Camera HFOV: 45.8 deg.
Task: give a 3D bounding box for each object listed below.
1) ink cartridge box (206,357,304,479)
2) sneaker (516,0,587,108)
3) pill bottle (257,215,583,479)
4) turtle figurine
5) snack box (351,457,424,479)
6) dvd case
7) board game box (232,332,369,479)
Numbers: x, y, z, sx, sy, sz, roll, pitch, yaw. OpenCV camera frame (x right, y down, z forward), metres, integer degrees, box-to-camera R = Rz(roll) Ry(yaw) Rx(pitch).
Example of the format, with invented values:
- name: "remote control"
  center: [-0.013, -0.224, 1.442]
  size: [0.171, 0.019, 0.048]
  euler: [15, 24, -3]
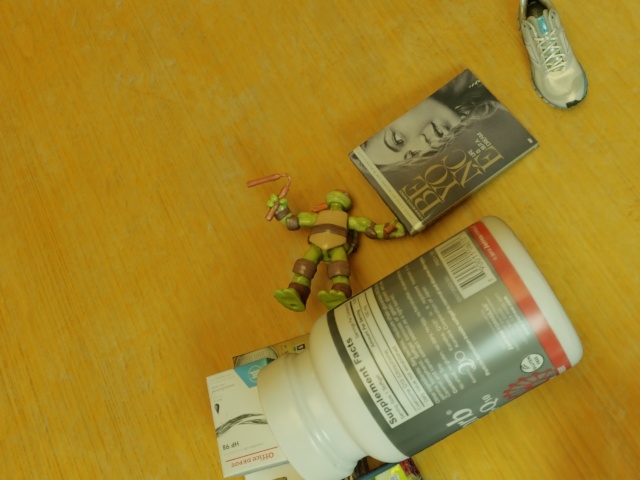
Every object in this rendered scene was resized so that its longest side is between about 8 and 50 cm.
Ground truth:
- name: "ink cartridge box"
  center: [-0.088, 0.266, 1.063]
  size: [0.104, 0.060, 0.180]
  euler: [-21, 69, 19]
- name: "sneaker"
  center: [0.312, -0.273, 1.051]
  size: [0.071, 0.083, 0.191]
  euler: [-23, 70, 17]
- name: "pill bottle"
  center: [0.116, 0.145, 0.946]
  size: [0.362, 0.210, 0.210]
  euler: [-32, 66, 9]
- name: "turtle figurine"
  center: [0.000, 0.000, 1.117]
  size: [0.269, 0.087, 0.217]
  euler: [10, 58, 10]
- name: "snack box"
  center: [0.085, 0.406, 0.966]
  size: [0.174, 0.070, 0.207]
  euler: [-31, 80, 15]
- name: "dvd case"
  center: [0.173, -0.130, 1.092]
  size: [0.221, 0.018, 0.165]
  euler: [-36, 65, 1]
- name: "board game box"
  center: [-0.029, 0.267, 1.095]
  size: [0.165, 0.042, 0.243]
  euler: [-20, 69, 20]
